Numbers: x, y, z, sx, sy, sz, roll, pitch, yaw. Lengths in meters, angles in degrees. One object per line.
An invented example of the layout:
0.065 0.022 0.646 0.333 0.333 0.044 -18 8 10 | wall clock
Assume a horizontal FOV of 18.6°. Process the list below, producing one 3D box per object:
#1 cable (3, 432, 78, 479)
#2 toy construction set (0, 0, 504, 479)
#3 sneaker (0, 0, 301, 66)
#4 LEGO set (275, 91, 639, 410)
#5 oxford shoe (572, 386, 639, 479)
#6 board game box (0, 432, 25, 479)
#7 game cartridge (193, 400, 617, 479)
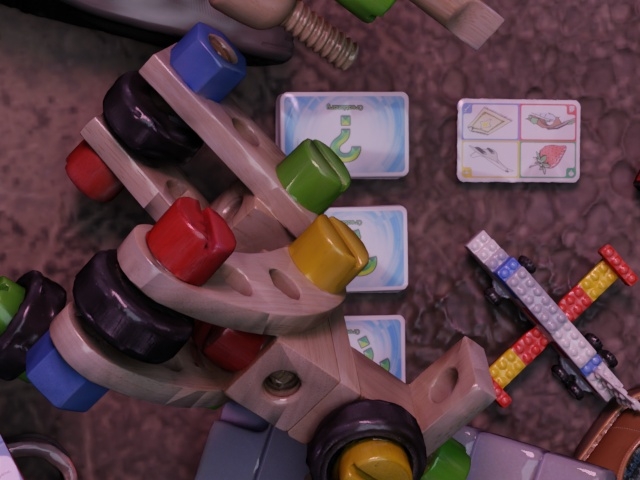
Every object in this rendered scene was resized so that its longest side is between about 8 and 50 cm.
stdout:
-0.235 0.171 1.045 0.287 0.072 0.140 2 83 -11 | cable
0.000 0.000 1.000 0.237 0.257 0.309 34 89 -19 | toy construction set
-0.114 -0.182 1.074 0.227 0.087 0.130 12 84 -14 | sneaker
0.097 0.006 1.126 0.244 0.060 0.183 0 92 -12 | LEGO set
0.155 0.179 1.124 0.076 0.076 0.212 31 85 -11 | oxford shoe
-0.305 0.147 1.027 0.281 0.027 0.145 -27 71 -11 | board game box
0.008 0.262 1.050 0.230 0.068 0.355 17 85 15 | game cartridge
